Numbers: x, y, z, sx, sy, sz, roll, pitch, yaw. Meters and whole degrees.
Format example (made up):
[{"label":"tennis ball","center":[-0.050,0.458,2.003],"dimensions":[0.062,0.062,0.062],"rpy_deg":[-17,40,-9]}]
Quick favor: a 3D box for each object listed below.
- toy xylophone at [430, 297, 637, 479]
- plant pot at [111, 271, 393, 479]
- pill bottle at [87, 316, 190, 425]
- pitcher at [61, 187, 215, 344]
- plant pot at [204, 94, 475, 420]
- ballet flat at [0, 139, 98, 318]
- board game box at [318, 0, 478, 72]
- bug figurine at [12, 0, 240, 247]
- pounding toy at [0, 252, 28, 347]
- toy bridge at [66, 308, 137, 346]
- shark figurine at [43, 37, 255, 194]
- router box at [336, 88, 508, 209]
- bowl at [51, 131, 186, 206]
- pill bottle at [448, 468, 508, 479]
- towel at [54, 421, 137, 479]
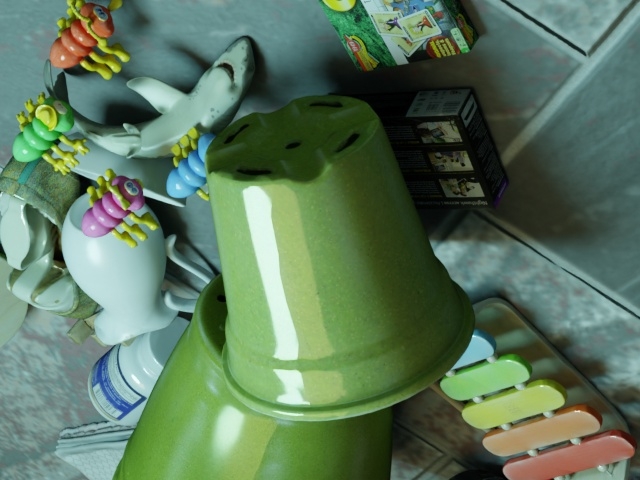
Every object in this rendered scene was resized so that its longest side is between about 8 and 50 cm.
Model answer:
[{"label":"toy xylophone","center":[0.224,0.194,1.783],"dimensions":[0.323,0.081,0.236],"rpy_deg":[39,142,-11]},{"label":"plant pot","center":[-0.062,0.223,1.819],"dimensions":[0.367,0.366,0.353],"rpy_deg":[22,131,10]},{"label":"pill bottle","center":[-0.235,0.175,2.032],"dimensions":[0.112,0.112,0.187],"rpy_deg":[38,141,-11]},{"label":"pitcher","center":[-0.225,0.029,1.870],"dimensions":[0.178,0.125,0.207],"rpy_deg":[-12,135,1]},{"label":"plant pot","center":[0.000,0.000,1.517],"dimensions":[0.276,0.276,0.253],"rpy_deg":[3,124,30]},{"label":"ballet flat","center":[-0.364,0.015,1.933],"dimensions":[0.123,0.123,0.348],"rpy_deg":[20,142,13]},{"label":"board game box","center":[0.037,-0.277,1.416],"dimensions":[0.136,0.030,0.259],"rpy_deg":[-5,131,39]},{"label":"bug figurine","center":[-0.222,-0.116,1.589],"dimensions":[0.279,0.072,0.216],"rpy_deg":[47,114,6]},{"label":"pounding toy","center":[-0.540,0.066,2.098],"dimensions":[0.237,0.110,0.182],"rpy_deg":[5,115,-25]},{"label":"toy bridge","center":[-0.286,0.115,2.029],"dimensions":[0.026,0.063,0.188],"rpy_deg":[48,155,-20]},{"label":"shark figurine","center":[-0.182,-0.133,1.668],"dimensions":[0.278,0.116,0.166],"rpy_deg":[-3,99,24]},{"label":"router box","center":[0.094,-0.094,1.570],"dimensions":[0.179,0.046,0.133],"rpy_deg":[1,135,32]},{"label":"bowl","center":[-0.231,-0.089,1.744],"dimensions":[0.142,0.053,0.142],"rpy_deg":[15,176,19]},{"label":"pill bottle","center":[0.248,0.378,1.861],"dimensions":[0.130,0.130,0.246],"rpy_deg":[48,166,-22]},{"label":"towel","center":[-0.224,0.396,2.323],"dimensions":[0.332,0.053,0.317],"rpy_deg":[-16,124,44]}]
